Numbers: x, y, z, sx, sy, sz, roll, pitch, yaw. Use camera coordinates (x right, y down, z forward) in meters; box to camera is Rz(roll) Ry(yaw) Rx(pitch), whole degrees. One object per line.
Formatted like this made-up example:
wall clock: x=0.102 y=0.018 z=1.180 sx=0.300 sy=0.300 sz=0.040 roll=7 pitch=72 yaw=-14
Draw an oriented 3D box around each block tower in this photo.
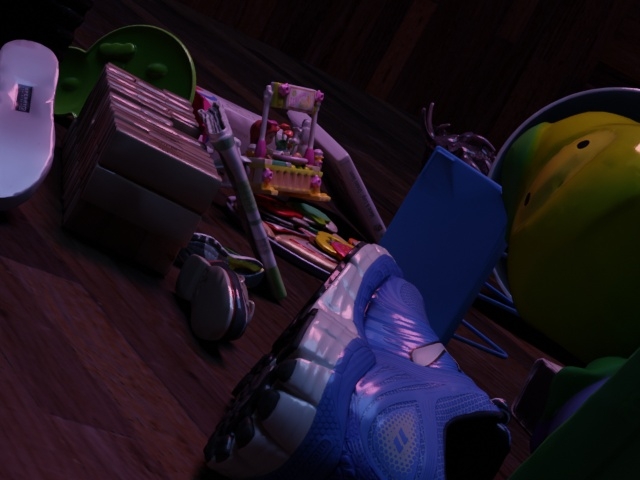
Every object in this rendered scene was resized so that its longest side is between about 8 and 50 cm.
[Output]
block tower: x=-0.154 y=-0.067 z=1.443 sx=0.097 sy=0.091 sz=0.335 roll=27 pitch=9 yaw=-13

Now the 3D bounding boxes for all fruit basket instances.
fruit basket: x=0.230 y=0.044 z=1.114 sx=0.392 sy=0.392 sz=0.283 roll=32 pitch=10 yaw=22

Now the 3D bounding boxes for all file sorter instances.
file sorter: x=0.121 y=0.031 z=1.485 sx=0.104 sy=0.170 sz=0.118 roll=23 pitch=10 yaw=-43

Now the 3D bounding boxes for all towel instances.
towel: x=-0.066 y=-0.033 z=1.459 sx=0.113 sy=0.023 sz=0.152 roll=-112 pitch=-177 yaw=-71

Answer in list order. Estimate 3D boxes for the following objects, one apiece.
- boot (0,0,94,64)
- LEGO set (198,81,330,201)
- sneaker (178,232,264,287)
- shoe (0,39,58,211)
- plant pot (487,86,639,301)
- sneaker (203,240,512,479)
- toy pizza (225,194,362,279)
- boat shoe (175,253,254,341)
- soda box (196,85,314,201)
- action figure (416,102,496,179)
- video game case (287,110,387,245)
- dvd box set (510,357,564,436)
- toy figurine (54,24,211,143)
boot: x=-0.303 y=-0.290 z=1.567 sx=0.260 sy=0.348 sz=0.131 roll=22 pitch=49 yaw=-24
LEGO set: x=-0.047 y=-0.099 z=1.737 sx=0.132 sy=0.107 sz=0.287 roll=8 pitch=2 yaw=12
sneaker: x=-0.086 y=0.016 z=1.403 sx=0.083 sy=0.031 sz=0.035 roll=28 pitch=-5 yaw=-32
shoe: x=-0.232 y=-0.065 z=1.300 sx=0.063 sy=0.081 sz=0.178 roll=14 pitch=42 yaw=-12
plant pot: x=0.335 y=-0.002 z=2.004 sx=0.293 sy=0.293 sz=0.235 roll=31 pitch=-6 yaw=13
sneaker: x=0.031 y=0.104 z=1.048 sx=0.147 sy=0.130 sz=0.330 roll=39 pitch=15 yaw=-2
toy pizza: x=0.000 y=0.000 z=1.719 sx=0.201 sy=0.032 sz=0.201 roll=28 pitch=9 yaw=-5
boat shoe: x=-0.068 y=0.044 z=1.239 sx=0.043 sy=0.049 sz=0.137 roll=28 pitch=4 yaw=-19
soda box: x=-0.120 y=-0.121 z=1.909 sx=0.216 sy=0.069 sz=0.074 roll=23 pitch=10 yaw=-27
action figure: x=0.200 y=-0.041 z=2.225 sx=0.276 sy=0.141 sz=0.164 roll=45 pitch=13 yaw=3
video game case: x=0.023 y=-0.065 z=1.943 sx=0.143 sy=0.019 sz=0.157 roll=62 pitch=-8 yaw=-32
dvd box set: x=0.387 y=0.247 z=1.434 sx=0.420 sy=0.062 sz=0.307 roll=25 pitch=10 yaw=-22
toy figurine: x=-0.179 y=-0.128 z=1.749 sx=0.173 sy=0.130 sz=0.159 roll=6 pitch=-12 yaw=18
